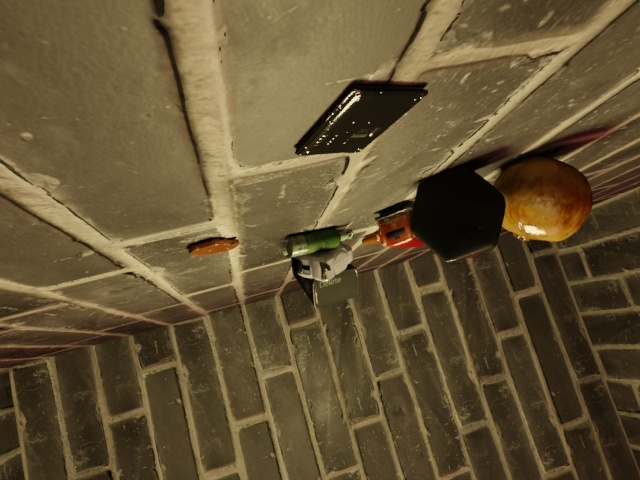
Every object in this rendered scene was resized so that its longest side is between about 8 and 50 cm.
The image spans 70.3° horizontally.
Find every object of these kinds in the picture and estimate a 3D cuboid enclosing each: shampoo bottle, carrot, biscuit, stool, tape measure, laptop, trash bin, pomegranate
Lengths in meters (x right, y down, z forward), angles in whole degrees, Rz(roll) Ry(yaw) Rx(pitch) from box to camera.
[{"bbox_3d":[0.000,0.000,1.355,0.204,0.065,0.065,-12,169,-24],"label":"shampoo bottle"},{"bbox_3d":[0.213,-0.010,1.674,0.139,0.048,0.048,-21,169,30],"label":"carrot"},{"bbox_3d":[-0.268,0.016,1.138,0.102,0.019,0.130,-24,168,41],"label":"biscuit"},{"bbox_3d":[0.343,-0.061,1.129,0.232,0.232,0.141,-20,171,23],"label":"stool"},{"bbox_3d":[-0.005,0.051,1.434,0.178,0.105,0.196,2,-160,28],"label":"tape measure"},{"bbox_3d":[0.054,-0.168,0.655,0.129,0.016,0.180,-11,168,-31],"label":"laptop"},{"bbox_3d":[0.008,0.113,1.568,0.165,0.115,0.225,-14,-152,-20],"label":"trash bin"},{"bbox_3d":[0.576,-0.103,1.200,0.248,0.249,0.248,-15,170,-3],"label":"pomegranate"}]

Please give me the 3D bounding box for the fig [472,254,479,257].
[{"bbox_3d":[0.537,-0.035,1.695,0.205,0.205,0.205,-15,170,-3],"label":"fig"}]

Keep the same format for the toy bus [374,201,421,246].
[{"bbox_3d":[0.281,-0.040,1.406,0.121,0.120,0.265,-21,168,32],"label":"toy bus"}]

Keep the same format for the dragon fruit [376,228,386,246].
[{"bbox_3d":[0.230,-0.020,1.527,0.081,0.086,0.116,-24,178,16],"label":"dragon fruit"}]
